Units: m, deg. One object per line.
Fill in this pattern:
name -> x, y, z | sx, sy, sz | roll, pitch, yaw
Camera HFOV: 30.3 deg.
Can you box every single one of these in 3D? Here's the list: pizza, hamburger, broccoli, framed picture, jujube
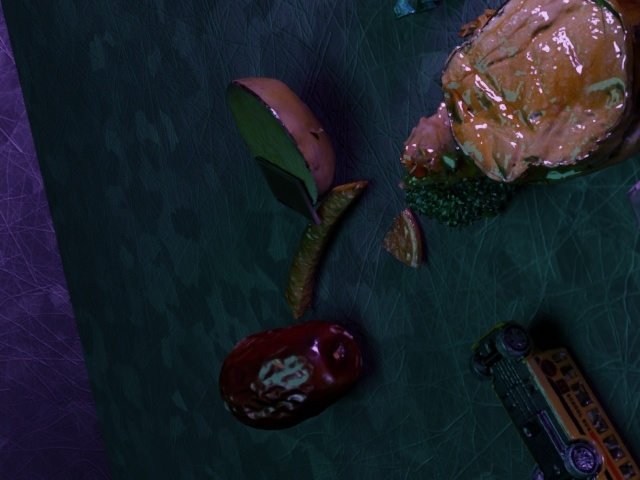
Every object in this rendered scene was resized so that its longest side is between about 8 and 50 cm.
pizza -> 0.231, -0.203, 1.681 | 0.074, 0.287, 0.251 | 46, -145, -68
pizza -> 0.151, -0.011, 2.065 | 0.100, 0.029, 0.099 | 30, 121, 44
hamburger -> 0.309, -0.207, 1.545 | 0.285, 0.134, 0.265 | -15, 82, 27
broccoli -> 0.228, -0.094, 1.793 | 0.194, 0.194, 0.220 | -36, 46, 56
framed picture -> -0.062, -0.093, 2.205 | 0.149, 0.011, 0.109 | 32, 156, 48
jujube -> -0.060, 0.262, 2.334 | 0.318, 0.223, 0.223 | -28, 81, 47

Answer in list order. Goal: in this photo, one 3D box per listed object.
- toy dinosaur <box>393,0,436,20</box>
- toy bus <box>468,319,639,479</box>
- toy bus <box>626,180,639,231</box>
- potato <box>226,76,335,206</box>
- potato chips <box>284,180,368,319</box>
toy dinosaur -> 0.171, -0.425, 1.782 | 0.259, 0.094, 0.153 | -2, 107, 48
toy bus -> 0.359, 0.274, 1.794 | 0.335, 0.123, 0.121 | 61, 148, 17
toy bus -> 0.519, 0.068, 1.430 | 0.162, 0.171, 0.386 | -25, 84, 68
potato -> -0.051, -0.192, 2.160 | 0.239, 0.116, 0.299 | 42, 164, 42
potato chips -> 0.000, 0.000, 2.263 | 0.080, 0.057, 0.407 | 44, 139, 17
